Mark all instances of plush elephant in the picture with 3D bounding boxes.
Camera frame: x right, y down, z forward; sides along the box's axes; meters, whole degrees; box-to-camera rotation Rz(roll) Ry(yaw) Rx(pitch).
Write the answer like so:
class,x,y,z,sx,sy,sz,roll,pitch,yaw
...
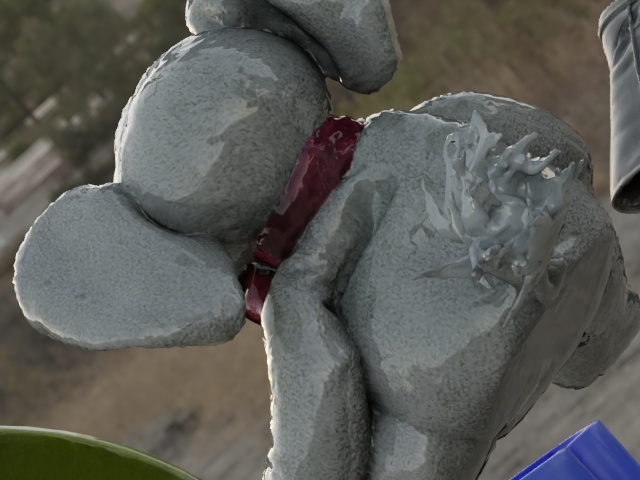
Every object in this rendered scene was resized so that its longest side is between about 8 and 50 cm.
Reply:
class,x,y,z,sx,sy,sz,roll,pitch,yaw
plush elephant,0.000,0.000,0.953,0.272,0.255,0.330,-50,-22,-22

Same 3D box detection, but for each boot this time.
class,x,y,z,sx,sy,sz,roll,pitch,yaw
boot,0.301,-0.147,1.605,0.189,0.076,0.208,-48,24,40

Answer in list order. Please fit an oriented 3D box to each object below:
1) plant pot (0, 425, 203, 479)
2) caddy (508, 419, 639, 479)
class,x,y,z,sx,sy,sz,roll,pitch,yaw
plant pot,-0.233,0.383,1.424,0.366,0.366,0.353,-53,-22,-63
caddy,0.164,0.306,1.596,0.341,0.179,0.241,-39,-8,22
